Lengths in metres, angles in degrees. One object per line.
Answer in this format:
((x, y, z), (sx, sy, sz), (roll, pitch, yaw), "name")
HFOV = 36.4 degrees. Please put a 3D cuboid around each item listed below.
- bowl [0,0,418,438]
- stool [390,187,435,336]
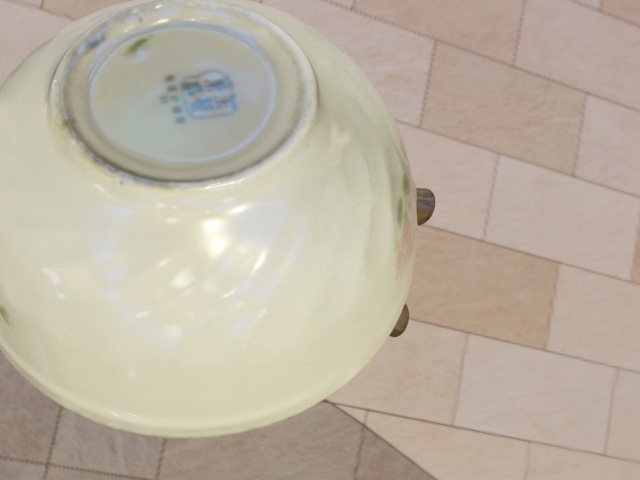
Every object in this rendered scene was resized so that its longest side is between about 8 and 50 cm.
((-0.073, -0.041, 0.556), (0.277, 0.145, 0.277), (1, 56, -2), "bowl")
((0.000, 0.000, 1.242), (0.178, 0.272, 0.272), (16, 81, -40), "stool")
